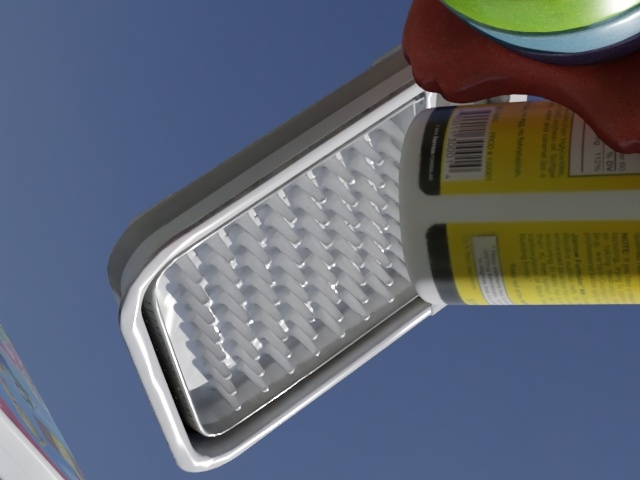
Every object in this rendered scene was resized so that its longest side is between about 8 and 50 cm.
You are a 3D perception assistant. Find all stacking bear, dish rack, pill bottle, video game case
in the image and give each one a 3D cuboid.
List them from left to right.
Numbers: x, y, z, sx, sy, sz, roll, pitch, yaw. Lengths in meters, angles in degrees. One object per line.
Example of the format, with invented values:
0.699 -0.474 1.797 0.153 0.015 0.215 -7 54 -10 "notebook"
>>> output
-0.217 0.035 0.714 0.285 0.025 0.204 50 -11 38 "video game case"
0.000 0.000 0.887 0.072 0.333 0.285 45 -21 29 "dish rack"
0.092 -0.169 0.535 0.175 0.289 0.164 20 -96 25 "stacking bear"
0.158 -0.023 0.709 0.208 0.119 0.119 -1 -99 20 "pill bottle"
